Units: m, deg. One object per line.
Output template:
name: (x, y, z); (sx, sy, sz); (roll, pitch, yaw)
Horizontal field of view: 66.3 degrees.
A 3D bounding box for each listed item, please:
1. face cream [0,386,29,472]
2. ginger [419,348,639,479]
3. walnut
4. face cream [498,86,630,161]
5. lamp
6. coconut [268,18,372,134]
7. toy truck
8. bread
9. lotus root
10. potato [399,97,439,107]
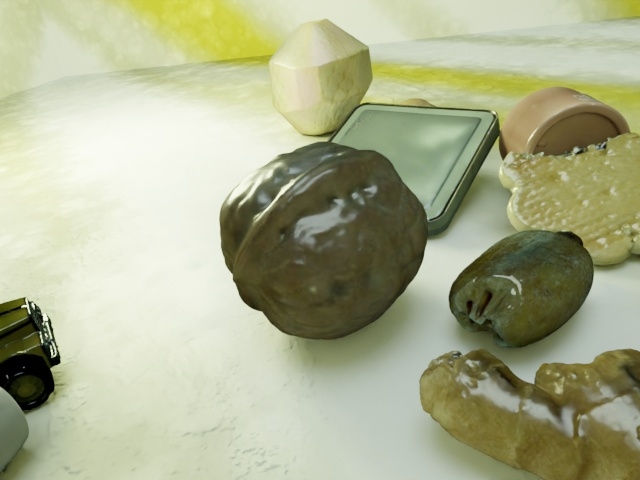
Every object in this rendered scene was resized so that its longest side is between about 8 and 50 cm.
face cream: (-0.303, 0.170, 0.400); (0.091, 0.091, 0.095); (7, 25, 25)
ginger: (0.219, 0.154, 0.300); (0.148, 0.081, 0.334); (-24, 39, -26)
walnut: (0.000, 0.000, 0.521); (0.224, 0.224, 0.224); (-7, 29, 4)
face cream: (0.350, -0.140, 0.715); (0.149, 0.149, 0.104); (-7, 29, 3)
lamp: (0.118, -0.129, 0.792); (0.269, 0.047, 0.266); (14, 53, 33)
coconut: (0.002, -0.385, 1.148); (0.260, 0.259, 0.259); (-7, 29, 4)
toy truck: (-0.395, 0.130, 0.464); (0.257, 0.127, 0.127); (-21, 30, -27)
bread: (0.356, -0.051, 0.606); (0.251, 0.039, 0.181); (-8, 62, 3)
lotus root: (0.214, 0.038, 0.502); (0.192, 0.088, 0.113); (-29, 28, -32)
potato: (0.183, -0.217, 0.947); (0.147, 0.112, 0.112); (-20, 31, -27)
